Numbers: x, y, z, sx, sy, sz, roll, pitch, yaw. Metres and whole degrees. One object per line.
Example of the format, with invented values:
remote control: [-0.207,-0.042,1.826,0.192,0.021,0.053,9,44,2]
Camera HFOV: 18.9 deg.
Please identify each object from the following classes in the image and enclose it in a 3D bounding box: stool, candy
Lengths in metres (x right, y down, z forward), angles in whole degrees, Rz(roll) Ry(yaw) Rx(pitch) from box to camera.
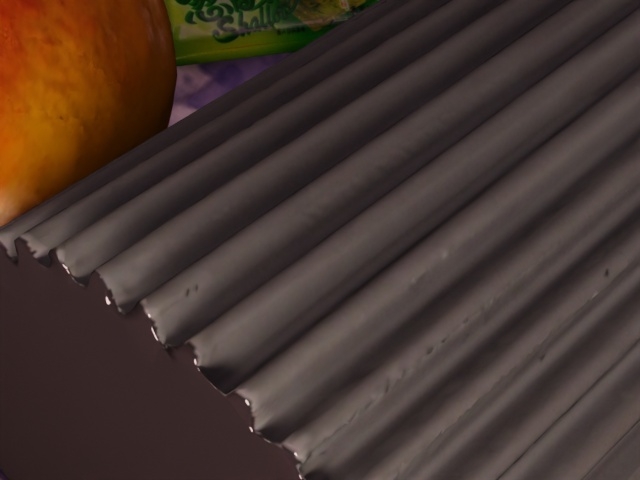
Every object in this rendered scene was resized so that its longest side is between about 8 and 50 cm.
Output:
stool: [0.067,0.032,0.787,0.330,0.297,0.297,-39,81,-27]
candy: [-0.021,-0.149,1.090,0.178,0.032,0.102,-8,69,-18]

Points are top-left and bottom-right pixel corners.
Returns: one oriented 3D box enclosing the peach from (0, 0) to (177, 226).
peach: [-0.206,-0.080,0.854,0.288,0.308,0.289,5,67,-10]

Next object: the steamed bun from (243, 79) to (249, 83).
steamed bun: [0.000,0.000,0.992,0.192,0.106,0.177,29,58,-11]
